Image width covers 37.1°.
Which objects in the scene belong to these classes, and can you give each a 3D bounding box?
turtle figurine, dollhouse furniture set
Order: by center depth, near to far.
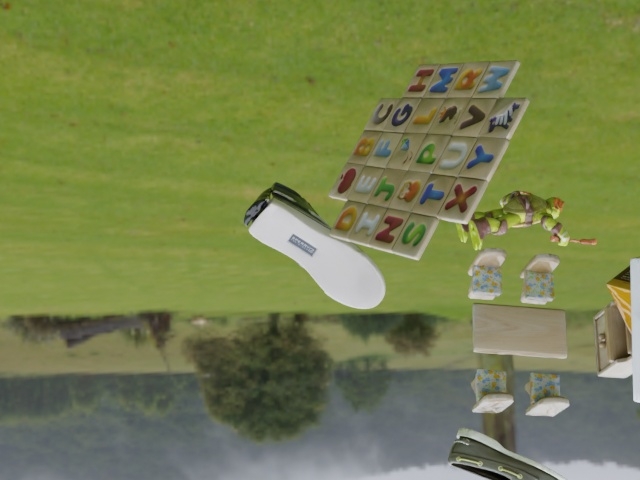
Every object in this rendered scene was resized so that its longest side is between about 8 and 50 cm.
[{"bbox_3d":[0.378,-0.043,1.796,0.217,0.087,0.269,-15,-151,-13],"label":"turtle figurine"},{"bbox_3d":[0.555,0.202,2.199,0.394,0.362,0.256,5,157,-4],"label":"dollhouse furniture set"}]

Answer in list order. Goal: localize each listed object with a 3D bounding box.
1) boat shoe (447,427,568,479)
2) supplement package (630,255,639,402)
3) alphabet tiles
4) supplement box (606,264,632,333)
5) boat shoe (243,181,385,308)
[{"bbox_3d":[0.440,0.536,2.177,0.305,0.091,0.109,25,158,12],"label":"boat shoe"},{"bbox_3d":[0.568,0.106,1.262,0.263,0.198,0.199,-9,-172,-42],"label":"supplement package"},{"bbox_3d":[0.131,-0.117,1.277,0.011,0.285,0.342,31,173,-27],"label":"alphabet tiles"},{"bbox_3d":[0.705,0.095,1.842,0.194,0.129,0.191,-35,-162,-13],"label":"supplement box"},{"bbox_3d":[0.000,0.000,2.023,0.127,0.340,0.158,-47,-167,21],"label":"boat shoe"}]
